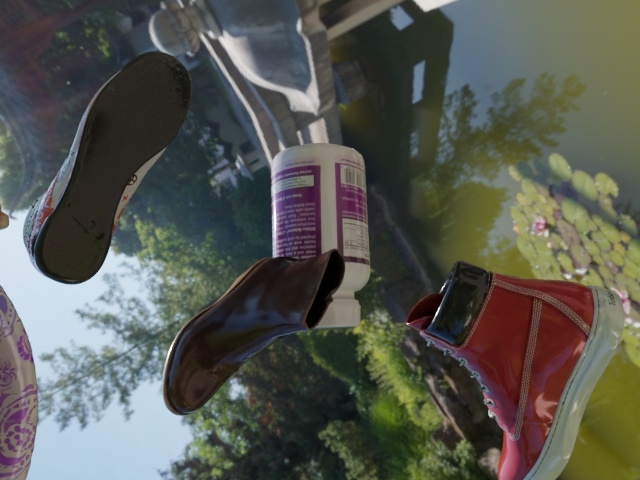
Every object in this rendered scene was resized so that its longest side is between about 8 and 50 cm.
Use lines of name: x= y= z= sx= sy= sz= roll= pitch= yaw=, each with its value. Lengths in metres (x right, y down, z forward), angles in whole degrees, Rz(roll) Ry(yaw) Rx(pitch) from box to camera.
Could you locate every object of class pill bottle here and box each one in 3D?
pill bottle: x=0.000 y=0.000 z=0.916 sx=0.169 sy=0.169 sz=0.302 roll=89 pitch=179 yaw=-79

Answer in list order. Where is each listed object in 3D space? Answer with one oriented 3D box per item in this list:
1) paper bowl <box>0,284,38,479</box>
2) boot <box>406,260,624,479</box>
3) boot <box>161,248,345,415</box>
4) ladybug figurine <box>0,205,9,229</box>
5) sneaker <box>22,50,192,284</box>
paper bowl: x=-0.319 y=0.115 z=0.282 sx=0.284 sy=0.148 sz=0.284 roll=-2 pitch=-90 yaw=-67
boot: x=0.165 y=0.138 z=0.527 sx=0.088 sy=0.176 sz=0.244 roll=-59 pitch=-22 yaw=-64
boot: x=-0.089 y=0.114 z=0.683 sx=0.207 sy=0.248 sz=0.090 roll=-15 pitch=127 yaw=48
ladybug figurine: x=-0.870 y=-0.016 z=1.039 sx=0.162 sy=0.449 sz=0.305 roll=60 pitch=144 yaw=34
sneaker: x=-0.249 y=-0.085 z=0.597 sx=0.090 sy=0.270 sz=0.145 roll=30 pitch=167 yaw=-33
